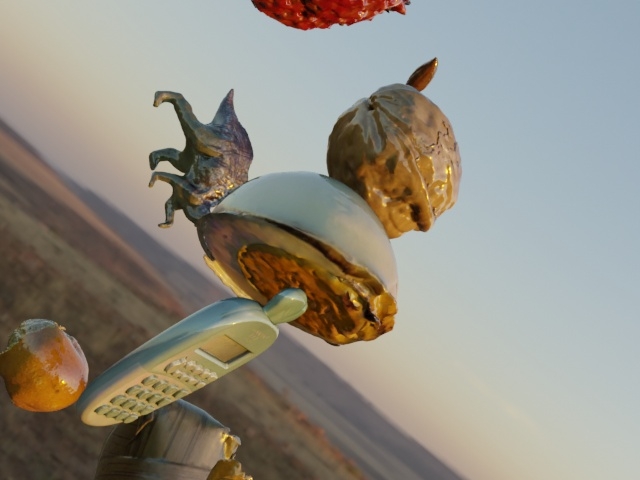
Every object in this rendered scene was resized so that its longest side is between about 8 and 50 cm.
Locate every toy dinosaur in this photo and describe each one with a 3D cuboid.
[{"bbox_3d":[-0.186,-0.113,1.881,0.162,0.294,0.077,3,-14,-10],"label":"toy dinosaur"}]

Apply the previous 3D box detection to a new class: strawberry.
[{"bbox_3d":[-0.021,-0.242,1.026,0.175,0.106,0.236,42,0,44],"label":"strawberry"}]

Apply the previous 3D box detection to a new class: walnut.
[{"bbox_3d":[0.106,-0.110,1.740,0.198,0.198,0.245,35,-21,42],"label":"walnut"}]

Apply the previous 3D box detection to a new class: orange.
[{"bbox_3d":[-0.436,0.197,1.883,0.156,0.134,0.156,53,-15,21],"label":"orange"}]

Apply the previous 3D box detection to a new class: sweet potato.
[{"bbox_3d":[0.164,-0.263,1.940,0.034,0.034,0.095,41,-42,-6],"label":"sweet potato"}]

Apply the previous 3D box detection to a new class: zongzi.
[{"bbox_3d":[-0.330,0.531,2.123,0.218,0.499,0.467,21,-17,-8],"label":"zongzi"}]

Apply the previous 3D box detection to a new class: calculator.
[{"bbox_3d":[-0.146,0.131,1.383,0.042,0.295,0.184,61,3,19],"label":"calculator"}]

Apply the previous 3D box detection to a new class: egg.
[{"bbox_3d":[-0.004,-0.003,1.506,0.264,0.174,0.286,39,-20,-13],"label":"egg"}]

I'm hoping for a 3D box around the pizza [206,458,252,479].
[{"bbox_3d":[-0.127,0.433,1.557,0.182,0.365,0.074,-2,25,-44],"label":"pizza"}]
